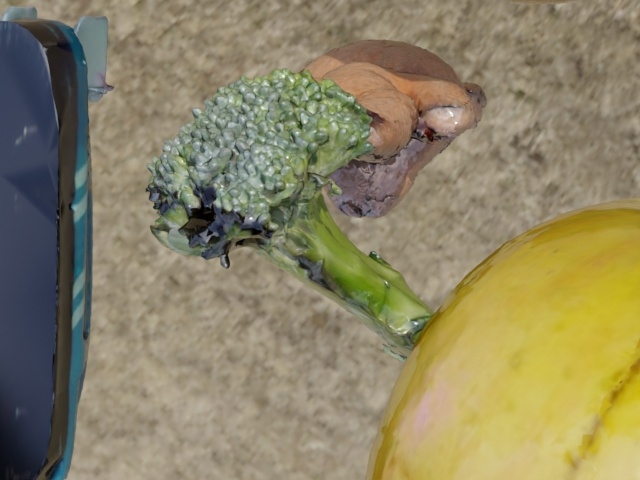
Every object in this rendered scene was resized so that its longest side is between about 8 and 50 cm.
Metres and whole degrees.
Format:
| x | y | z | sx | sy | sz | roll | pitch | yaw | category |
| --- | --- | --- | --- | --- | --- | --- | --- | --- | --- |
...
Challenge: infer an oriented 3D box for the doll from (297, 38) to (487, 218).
| x | y | z | sx | sy | sz | roll | pitch | yaw | category |
| --- | --- | --- | --- | --- | --- | --- | --- | --- | --- |
| 0.033 | -0.081 | 1.243 | 0.201 | 0.303 | 0.156 | 4 | 108 | 12 | doll |

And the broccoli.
| x | y | z | sx | sy | sz | roll | pitch | yaw | category |
| --- | --- | --- | --- | --- | --- | --- | --- | --- | --- |
| 0.001 | 0.001 | 0.742 | 0.204 | 0.122 | 0.118 | 46 | 179 | -34 | broccoli |

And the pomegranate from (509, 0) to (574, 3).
| x | y | z | sx | sy | sz | roll | pitch | yaw | category |
| --- | --- | --- | --- | --- | --- | --- | --- | --- | --- |
| 0.141 | -0.346 | 1.079 | 0.338 | 0.338 | 0.338 | 16 | 131 | 19 | pomegranate |

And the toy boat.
| x | y | z | sx | sy | sz | roll | pitch | yaw | category |
| --- | --- | --- | --- | --- | --- | --- | --- | --- | --- |
| -0.173 | 0.016 | 0.846 | 0.134 | 0.092 | 0.298 | 13 | 105 | 31 | toy boat |

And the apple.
| x | y | z | sx | sy | sz | roll | pitch | yaw | category |
| --- | --- | --- | --- | --- | --- | --- | --- | --- | --- |
| 0.152 | 0.114 | 0.491 | 0.286 | 0.286 | 0.233 | 19 | 106 | 17 | apple |
